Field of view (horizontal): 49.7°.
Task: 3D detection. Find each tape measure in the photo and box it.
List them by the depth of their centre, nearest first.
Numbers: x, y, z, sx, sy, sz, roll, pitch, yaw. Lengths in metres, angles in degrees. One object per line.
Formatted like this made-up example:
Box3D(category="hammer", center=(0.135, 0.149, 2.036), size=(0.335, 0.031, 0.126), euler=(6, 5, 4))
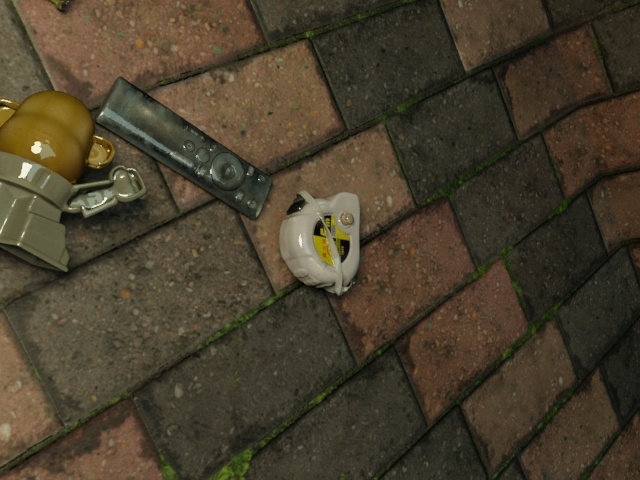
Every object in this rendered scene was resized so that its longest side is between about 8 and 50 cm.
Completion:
Box3D(category="tape measure", center=(0.000, 0.000, 1.509), size=(0.197, 0.120, 0.236), euler=(12, 72, -42))

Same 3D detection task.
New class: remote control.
Box3D(category="remote control", center=(-0.261, -0.178, 1.383), size=(0.377, 0.044, 0.107), euler=(33, 69, -29))

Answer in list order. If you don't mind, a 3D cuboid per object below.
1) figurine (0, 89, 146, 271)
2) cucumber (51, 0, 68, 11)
Box3D(category="figurine", center=(-0.470, -0.116, 1.137), size=(0.342, 0.167, 0.285), euler=(27, 70, -35))
Box3D(category="cucumber", center=(-0.576, -0.508, 1.152), size=(0.325, 0.105, 0.145), euler=(10, 79, -33))
